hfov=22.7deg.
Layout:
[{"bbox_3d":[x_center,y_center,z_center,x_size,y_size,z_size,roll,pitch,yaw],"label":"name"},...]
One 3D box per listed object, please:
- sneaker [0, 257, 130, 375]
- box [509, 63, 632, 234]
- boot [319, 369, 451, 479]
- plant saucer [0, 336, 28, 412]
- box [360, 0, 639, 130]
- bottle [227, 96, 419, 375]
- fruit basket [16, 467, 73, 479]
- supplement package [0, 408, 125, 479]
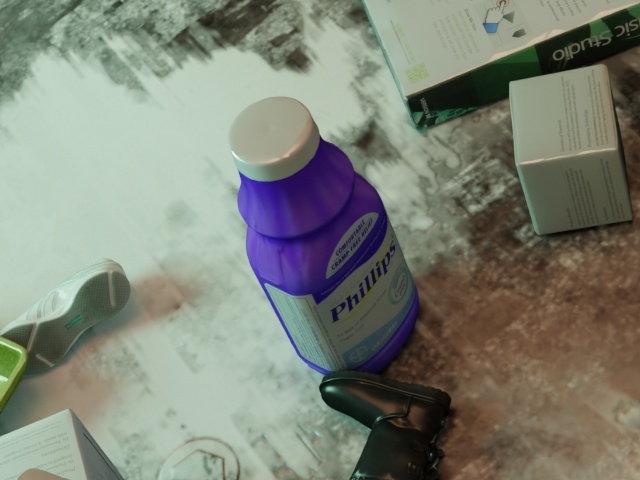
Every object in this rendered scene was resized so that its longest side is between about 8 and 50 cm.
[{"bbox_3d":[-0.239,0.071,1.463,0.152,0.053,0.061,-33,23,3],"label":"sneaker"},{"bbox_3d":[0.215,-0.077,1.372,0.087,0.101,0.102,-10,51,13],"label":"box"},{"bbox_3d":[0.044,0.161,1.294,0.121,0.045,0.099,8,56,18],"label":"boot"},{"bbox_3d":[-0.365,0.158,1.431,0.188,0.045,0.188,19,71,30],"label":"plant saucer"},{"bbox_3d":[0.202,-0.256,1.541,0.322,0.058,0.232,-22,51,4],"label":"box"},{"bbox_3d":[0.000,0.000,1.275,0.092,0.283,0.118,25,65,32],"label":"bottle"},{"bbox_3d":[-0.084,0.346,1.021,0.353,0.165,0.327,20,63,-5],"label":"fruit basket"},{"bbox_3d":[-0.206,0.281,1.233,0.134,0.139,0.244,-23,51,1],"label":"supplement package"}]
